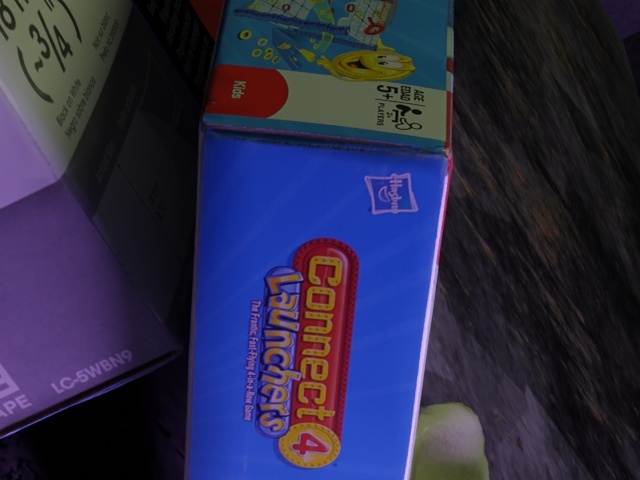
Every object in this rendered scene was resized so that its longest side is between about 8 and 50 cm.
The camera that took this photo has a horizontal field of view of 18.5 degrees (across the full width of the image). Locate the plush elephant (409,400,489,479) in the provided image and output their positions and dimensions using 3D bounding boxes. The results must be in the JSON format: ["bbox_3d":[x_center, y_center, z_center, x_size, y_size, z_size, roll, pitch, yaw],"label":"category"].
[{"bbox_3d":[0.135,0.213,0.950,0.255,0.330,0.272,-97,-177,-72],"label":"plush elephant"}]

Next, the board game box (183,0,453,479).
[{"bbox_3d":[0.000,0.000,0.844,0.302,0.086,0.308,-84,179,-53],"label":"board game box"}]

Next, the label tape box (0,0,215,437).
[{"bbox_3d":[-0.165,-0.122,0.771,0.334,0.106,0.241,58,18,-24],"label":"label tape box"}]

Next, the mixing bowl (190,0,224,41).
[{"bbox_3d":[-0.025,-0.101,1.115,0.181,0.098,0.181,39,43,-50],"label":"mixing bowl"}]
